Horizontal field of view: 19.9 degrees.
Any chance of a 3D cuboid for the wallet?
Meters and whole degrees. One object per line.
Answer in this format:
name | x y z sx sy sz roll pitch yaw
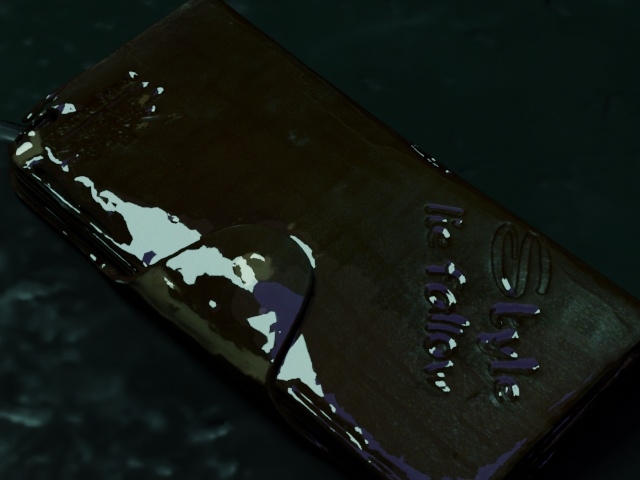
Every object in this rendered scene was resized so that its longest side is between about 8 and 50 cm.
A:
wallet | 0.000 0.000 0.500 0.176 0.026 0.095 39 62 23
